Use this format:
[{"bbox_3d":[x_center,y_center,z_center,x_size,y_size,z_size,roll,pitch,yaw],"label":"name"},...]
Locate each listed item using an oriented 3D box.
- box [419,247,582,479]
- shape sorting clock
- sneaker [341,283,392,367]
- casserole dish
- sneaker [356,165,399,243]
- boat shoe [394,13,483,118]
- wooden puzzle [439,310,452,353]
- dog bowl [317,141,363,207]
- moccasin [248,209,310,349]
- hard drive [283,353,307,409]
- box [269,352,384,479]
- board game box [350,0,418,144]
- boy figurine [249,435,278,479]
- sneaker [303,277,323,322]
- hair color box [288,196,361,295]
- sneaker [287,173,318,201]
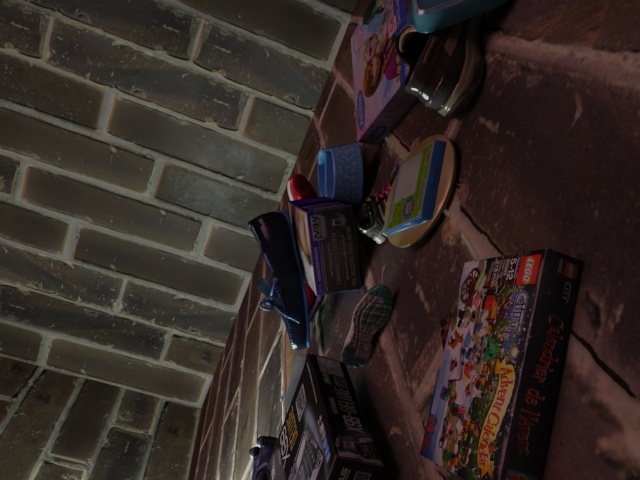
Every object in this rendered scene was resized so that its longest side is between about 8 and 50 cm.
[{"bbox_3d":[0.183,0.131,0.590,0.159,0.044,0.233,151,136,-74],"label":"box"},{"bbox_3d":[0.172,-0.085,0.981,0.206,0.040,0.206,-162,90,-74],"label":"shape sorting clock"},{"bbox_3d":[0.078,0.145,1.019,0.076,0.064,0.167,-91,24,-68],"label":"sneaker"},{"bbox_3d":[0.231,-0.416,0.942,0.188,0.037,0.114,-15,51,20],"label":"casserole dish"},{"bbox_3d":[0.123,-0.077,1.114,0.063,0.074,0.171,-98,29,-65],"label":"sneaker"},{"bbox_3d":[0.212,-0.372,1.025,0.132,0.130,0.356,120,163,-44],"label":"boat shoe"},{"bbox_3d":[0.174,0.123,0.735,0.083,0.006,0.049,-85,18,-48],"label":"wooden puzzle"},{"bbox_3d":[0.046,-0.175,1.492,0.297,0.074,0.166,-135,43,-78],"label":"dog bowl"},{"bbox_3d":[-0.102,0.101,1.374,0.138,0.116,0.342,108,150,-74],"label":"moccasin"},{"bbox_3d":[-0.057,0.355,1.402,0.094,0.022,0.135,152,135,-73],"label":"hard drive"},{"bbox_3d":[-0.006,0.362,0.909,0.307,0.076,0.243,-117,45,-73],"label":"box"},{"bbox_3d":[0.162,-0.442,1.333,0.318,0.065,0.319,133,138,-64],"label":"board game box"},{"bbox_3d":[-0.117,0.557,1.171,0.285,0.092,0.177,-91,24,-50],"label":"boy figurine"},{"bbox_3d":[-0.059,0.130,1.523,0.279,0.118,0.107,-84,17,-47],"label":"sneaker"},{"bbox_3d":[0.000,0.000,1.331,0.339,0.110,0.185,-148,50,-77],"label":"hair color box"},{"bbox_3d":[-0.010,-0.093,1.573,0.087,0.221,0.128,-31,9,-22],"label":"sneaker"}]
